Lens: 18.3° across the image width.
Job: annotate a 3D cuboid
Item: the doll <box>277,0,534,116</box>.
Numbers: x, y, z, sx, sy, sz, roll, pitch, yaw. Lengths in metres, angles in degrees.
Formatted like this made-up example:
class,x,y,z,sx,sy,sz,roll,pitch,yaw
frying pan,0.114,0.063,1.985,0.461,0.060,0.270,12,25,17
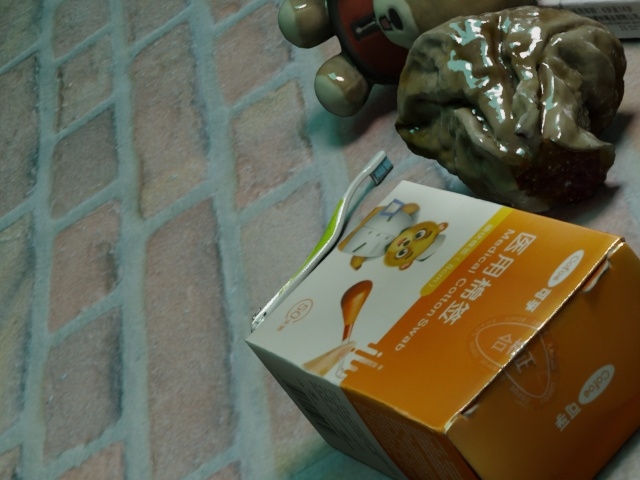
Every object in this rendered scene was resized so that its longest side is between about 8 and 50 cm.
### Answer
class,x,y,z,sx,sy,sz,roll,pitch,yaw
doll,0.108,-0.254,2.176,0.174,0.235,0.330,-23,1,-36

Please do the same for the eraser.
class,x,y,z,sx,sy,sz,roll,pitch,yaw
eraser,0.330,-0.270,2.074,0.124,0.068,0.210,-51,28,-21

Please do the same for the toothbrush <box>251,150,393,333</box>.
class,x,y,z,sx,sy,sz,roll,pitch,yaw
toothbrush,0.000,0.000,2.097,0.022,0.026,0.263,-8,38,55

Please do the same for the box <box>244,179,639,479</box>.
class,x,y,z,sx,sy,sz,roll,pitch,yaw
box,0.122,0.092,1.670,0.225,0.143,0.341,-45,28,-14

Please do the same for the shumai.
class,x,y,z,sx,sy,sz,roll,pitch,yaw
shumai,0.175,-0.125,1.882,0.218,0.184,0.185,9,21,7
